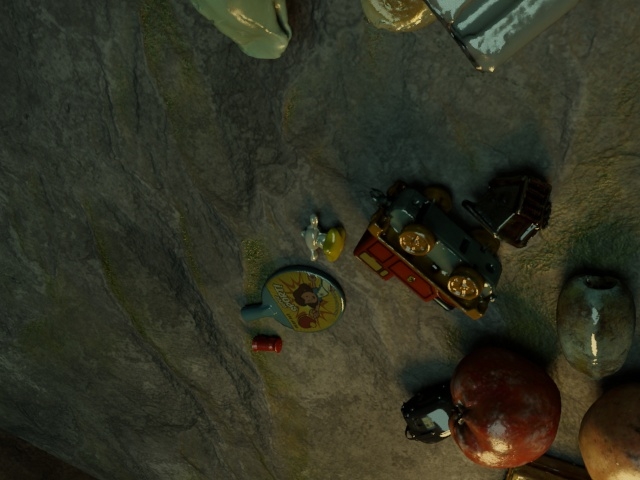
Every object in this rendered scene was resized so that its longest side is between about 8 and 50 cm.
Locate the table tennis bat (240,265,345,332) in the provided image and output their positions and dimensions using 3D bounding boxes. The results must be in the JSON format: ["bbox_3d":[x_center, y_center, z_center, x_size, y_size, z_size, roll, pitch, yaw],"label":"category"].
[{"bbox_3d":[-0.082,0.173,1.718,0.329,0.044,0.215,-17,117,30],"label":"table tennis bat"}]

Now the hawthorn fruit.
[{"bbox_3d":[0.435,0.405,1.517,0.285,0.284,0.284,12,127,16],"label":"hawthorn fruit"}]

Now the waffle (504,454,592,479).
[{"bbox_3d":[0.695,0.739,1.741,0.377,0.114,0.260,15,130,13],"label":"waffle"}]

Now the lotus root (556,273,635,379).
[{"bbox_3d":[0.607,0.215,1.385,0.158,0.140,0.322,0,126,23],"label":"lotus root"}]

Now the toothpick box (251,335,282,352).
[{"bbox_3d":[-0.155,0.305,1.837,0.083,0.047,0.047,0,123,22],"label":"toothpick box"}]

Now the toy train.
[{"bbox_3d":[0.231,0.022,1.400,0.369,0.163,0.232,40,142,-7],"label":"toy train"}]

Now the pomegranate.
[{"bbox_3d":[0.757,0.483,1.427,0.323,0.322,0.322,12,127,16],"label":"pomegranate"}]

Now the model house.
[{"bbox_3d":[0.413,-0.070,1.303,0.165,0.106,0.152,18,126,-36],"label":"model house"}]

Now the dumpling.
[{"bbox_3d":[-0.154,-0.512,1.171,0.212,0.270,0.320,2,102,-4],"label":"dumpling"}]

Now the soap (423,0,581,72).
[{"bbox_3d":[0.300,-0.514,0.897,0.350,0.213,0.435,43,116,-14],"label":"soap"}]

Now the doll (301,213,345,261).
[{"bbox_3d":[0.000,0.006,1.549,0.113,0.071,0.135,37,135,6],"label":"doll"}]

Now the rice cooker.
[{"bbox_3d":[0.310,0.467,1.692,0.203,0.142,0.118,-32,97,28],"label":"rice cooker"}]

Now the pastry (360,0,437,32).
[{"bbox_3d":[0.149,-0.454,1.139,0.166,0.088,0.165,13,129,16],"label":"pastry"}]
